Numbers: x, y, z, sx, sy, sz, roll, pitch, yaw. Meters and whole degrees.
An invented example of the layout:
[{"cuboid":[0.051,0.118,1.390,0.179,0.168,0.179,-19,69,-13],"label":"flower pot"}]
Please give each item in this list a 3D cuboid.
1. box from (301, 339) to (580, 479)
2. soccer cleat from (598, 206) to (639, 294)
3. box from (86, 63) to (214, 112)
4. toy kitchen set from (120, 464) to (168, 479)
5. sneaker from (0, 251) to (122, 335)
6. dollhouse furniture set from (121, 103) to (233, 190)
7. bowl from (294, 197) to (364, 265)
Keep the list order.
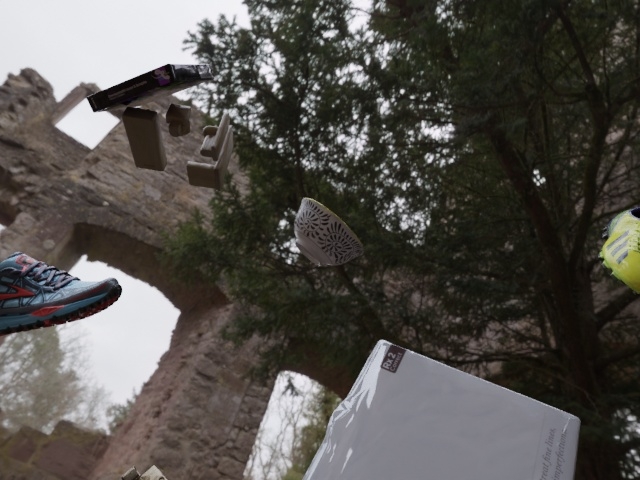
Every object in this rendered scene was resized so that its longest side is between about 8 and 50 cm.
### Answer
[{"cuboid":[0.093,0.213,0.365,0.181,0.181,0.119,17,-42,25],"label":"box"},{"cuboid":[0.669,0.006,0.916,0.093,0.289,0.121,43,-50,3],"label":"soccer cleat"},{"cuboid":[-0.267,-0.242,0.689,0.162,0.116,0.029,-10,-72,21],"label":"box"},{"cuboid":[-0.349,0.494,0.859,0.075,0.083,0.068,16,-52,39],"label":"toy kitchen set"},{"cuboid":[-0.447,0.075,0.669,0.261,0.125,0.104,-11,-3,-4],"label":"sneaker"},{"cuboid":[-0.246,-0.194,0.787,0.151,0.123,0.144,8,-37,-3],"label":"dollhouse furniture set"},{"cuboid":[0.000,0.000,0.890,0.170,0.080,0.170,39,-13,11],"label":"bowl"}]
